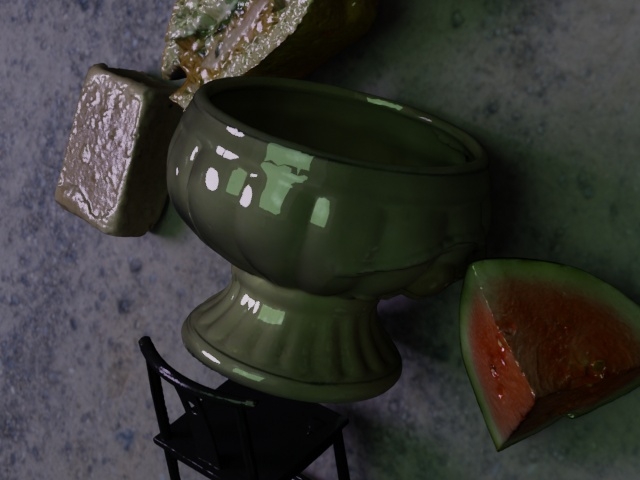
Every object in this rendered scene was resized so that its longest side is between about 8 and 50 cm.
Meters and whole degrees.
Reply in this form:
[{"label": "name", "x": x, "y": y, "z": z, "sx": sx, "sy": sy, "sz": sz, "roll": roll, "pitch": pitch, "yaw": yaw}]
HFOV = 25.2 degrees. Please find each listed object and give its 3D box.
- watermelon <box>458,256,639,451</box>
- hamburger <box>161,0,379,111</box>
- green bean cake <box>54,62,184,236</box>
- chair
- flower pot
[{"label": "watermelon", "x": 0.216, "y": 0.096, "z": 1.263, "sx": 0.137, "sy": 0.145, "sz": 0.193, "roll": -133, "pitch": 28, "yaw": -61}, {"label": "hamburger", "x": -0.047, "y": -0.230, "z": 1.444, "sx": 0.283, "sy": 0.156, "sz": 0.144, "roll": -34, "pitch": 76, "yaw": 47}, {"label": "green bean cake", "x": -0.224, "y": -0.102, "z": 1.622, "sx": 0.109, "sy": 0.085, "sz": 0.179, "roll": 23, "pitch": 104, "yaw": 34}, {"label": "chair", "x": -0.070, "y": 0.195, "z": 1.393, "sx": 0.154, "sy": 0.141, "sz": 0.260, "roll": 23, "pitch": 135, "yaw": 36}, {"label": "flower pot", "x": 0.000, "y": 0.000, "z": 1.328, "sx": 0.307, "sy": 0.307, "sz": 0.244, "roll": 27, "pitch": 114, "yaw": 35}]
